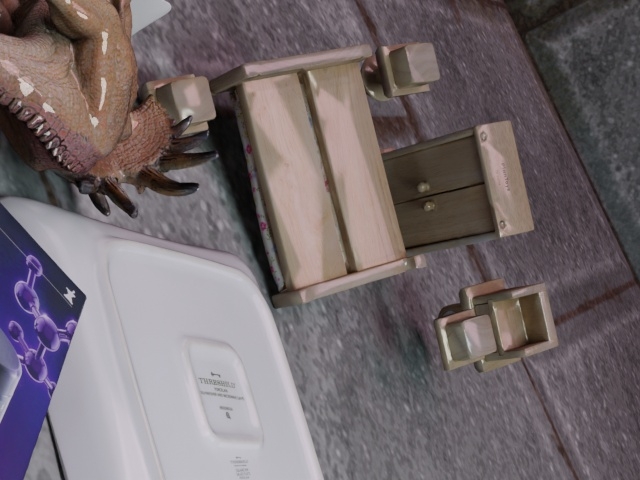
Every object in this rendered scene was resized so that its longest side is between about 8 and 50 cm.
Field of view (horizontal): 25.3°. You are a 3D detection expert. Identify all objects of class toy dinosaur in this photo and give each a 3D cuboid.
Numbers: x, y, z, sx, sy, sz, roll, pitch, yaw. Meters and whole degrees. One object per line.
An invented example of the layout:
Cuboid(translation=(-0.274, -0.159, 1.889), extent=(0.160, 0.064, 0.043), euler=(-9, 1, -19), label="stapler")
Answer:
Cuboid(translation=(-0.140, -0.086, 0.808), extent=(0.296, 0.127, 0.200), euler=(-58, 146, -72), label="toy dinosaur")

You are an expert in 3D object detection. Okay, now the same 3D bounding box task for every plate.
Cuboid(translation=(-0.079, 0.108, 0.937), extent=(0.277, 0.045, 0.278), euler=(19, 49, -61), label="plate")

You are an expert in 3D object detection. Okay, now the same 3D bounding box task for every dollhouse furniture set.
Cuboid(translation=(0.000, 0.000, 1.243), extent=(0.355, 0.174, 0.303), euler=(-14, 90, -38), label="dollhouse furniture set")

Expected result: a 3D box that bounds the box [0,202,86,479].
Cuboid(translation=(-0.237, 0.009, 0.626), extent=(0.261, 0.103, 0.184), euler=(51, 22, -27), label="box")

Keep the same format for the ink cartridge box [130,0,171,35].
Cuboid(translation=(-0.198, -0.186, 0.906), extent=(0.198, 0.115, 0.067), euler=(33, 36, -54), label="ink cartridge box")
